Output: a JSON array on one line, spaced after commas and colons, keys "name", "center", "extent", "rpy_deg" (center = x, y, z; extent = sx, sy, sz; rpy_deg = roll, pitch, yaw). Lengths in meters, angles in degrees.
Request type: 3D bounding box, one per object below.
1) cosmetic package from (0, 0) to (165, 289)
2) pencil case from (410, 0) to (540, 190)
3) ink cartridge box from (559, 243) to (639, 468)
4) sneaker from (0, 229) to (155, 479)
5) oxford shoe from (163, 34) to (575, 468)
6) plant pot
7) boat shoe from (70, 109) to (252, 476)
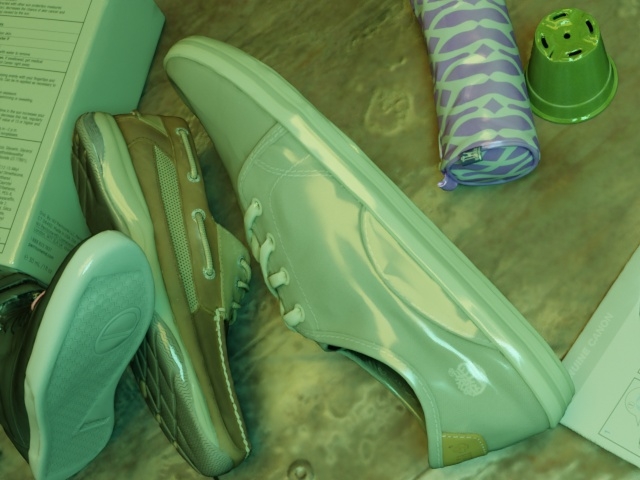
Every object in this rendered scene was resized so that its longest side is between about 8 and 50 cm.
[{"name": "cosmetic package", "center": [-0.277, -0.113, 0.891], "extent": [0.160, 0.113, 0.309], "rpy_deg": [10, 73, 19]}, {"name": "pencil case", "center": [0.129, -0.142, 0.806], "extent": [0.088, 0.086, 0.206], "rpy_deg": [-21, 62, 33]}, {"name": "ink cartridge box", "center": [0.342, 0.069, 0.675], "extent": [0.261, 0.066, 0.296], "rpy_deg": [27, 78, 49]}, {"name": "sneaker", "center": [-0.220, 0.065, 0.720], "extent": [0.147, 0.295, 0.105], "rpy_deg": [44, 49, 17]}, {"name": "oxford shoe", "center": [0.000, 0.000, 0.744], "extent": [0.130, 0.169, 0.449], "rpy_deg": [-41, 70, -5]}, {"name": "plant pot", "center": [0.207, -0.152, 0.786], "extent": [0.083, 0.079, 0.083], "rpy_deg": [-5, 70, 15]}, {"name": "boat shoe", "center": [-0.111, 0.031, 0.785], "extent": [0.116, 0.123, 0.324], "rpy_deg": [-15, 80, -26]}]
